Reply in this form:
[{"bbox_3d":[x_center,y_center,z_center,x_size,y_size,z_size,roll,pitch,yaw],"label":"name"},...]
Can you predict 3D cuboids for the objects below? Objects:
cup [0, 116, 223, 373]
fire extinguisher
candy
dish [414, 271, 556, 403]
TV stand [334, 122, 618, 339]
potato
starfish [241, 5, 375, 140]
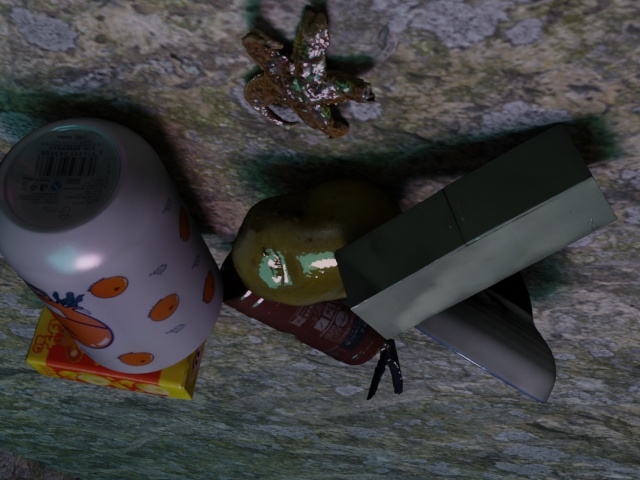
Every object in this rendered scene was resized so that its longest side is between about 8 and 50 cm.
[{"bbox_3d":[-0.254,0.003,1.126,0.212,0.212,0.317,6,152,12],"label":"cup"},{"bbox_3d":[0.008,0.127,1.344,0.344,0.138,0.102,32,151,-34],"label":"fire extinguisher"},{"bbox_3d":[-0.338,0.172,1.578,0.276,0.146,0.088,7,155,8],"label":"candy"},{"bbox_3d":[0.192,0.076,1.171,0.273,0.134,0.273,30,180,0],"label":"dish"},{"bbox_3d":[0.152,-0.005,0.955,0.269,0.083,0.088,-30,140,15],"label":"TV stand"},{"bbox_3d":[0.001,0.005,1.086,0.200,0.137,0.154,-14,180,13],"label":"potato"},{"bbox_3d":[-0.013,-0.154,0.906,0.150,0.053,0.209,13,162,28],"label":"starfish"}]
